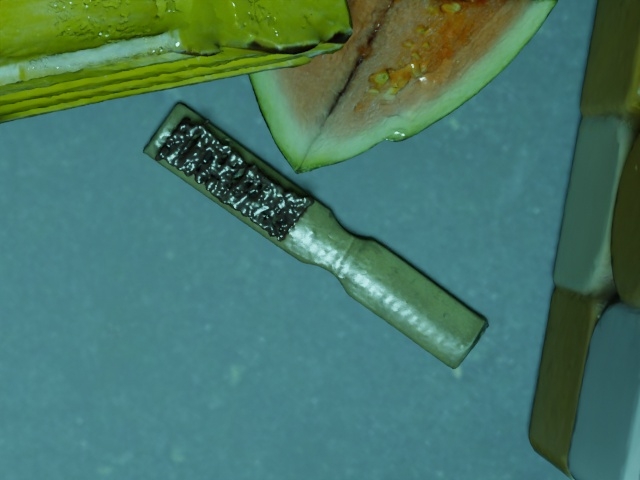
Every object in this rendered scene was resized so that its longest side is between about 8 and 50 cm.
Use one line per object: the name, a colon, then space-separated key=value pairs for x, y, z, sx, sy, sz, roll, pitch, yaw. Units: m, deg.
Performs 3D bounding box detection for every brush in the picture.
brush: x=0.000 y=0.000 z=0.999 sx=0.248 sy=0.036 sz=0.043 roll=36 pitch=93 yaw=-8

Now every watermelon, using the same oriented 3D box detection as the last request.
watermelon: x=0.047 y=-0.142 z=0.972 sx=0.145 sy=0.137 sz=0.193 roll=-8 pitch=96 yaw=-40

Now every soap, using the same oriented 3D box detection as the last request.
soap: x=-0.113 y=-0.122 z=0.884 sx=0.257 sy=0.160 sz=0.080 roll=-11 pitch=91 yaw=10

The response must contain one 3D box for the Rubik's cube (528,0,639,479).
Rubik's cube: x=0.342 y=0.009 z=0.890 sx=0.347 sy=0.344 sz=0.347 roll=10 pitch=94 yaw=-7
